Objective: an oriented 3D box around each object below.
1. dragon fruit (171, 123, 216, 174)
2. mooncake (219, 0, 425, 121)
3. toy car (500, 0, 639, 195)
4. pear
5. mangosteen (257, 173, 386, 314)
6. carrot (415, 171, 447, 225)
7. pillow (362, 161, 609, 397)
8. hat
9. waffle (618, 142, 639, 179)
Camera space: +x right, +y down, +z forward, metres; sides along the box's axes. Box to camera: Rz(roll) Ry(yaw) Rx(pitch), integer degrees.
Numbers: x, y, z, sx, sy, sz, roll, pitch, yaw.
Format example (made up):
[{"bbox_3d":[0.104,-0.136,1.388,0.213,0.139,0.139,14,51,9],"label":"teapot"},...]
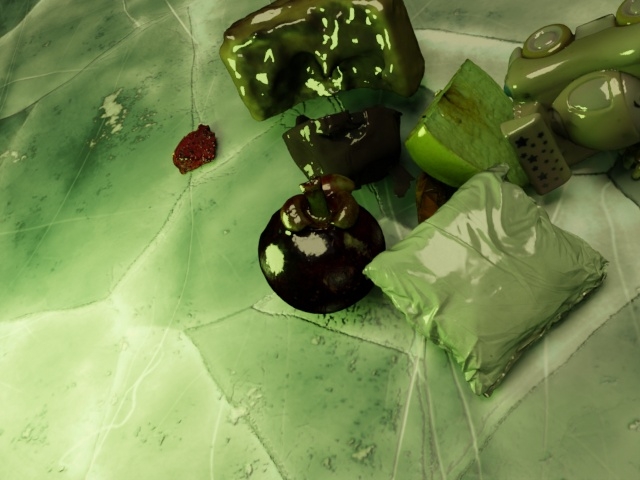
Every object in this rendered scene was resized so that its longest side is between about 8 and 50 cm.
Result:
[{"bbox_3d":[-0.299,-0.216,1.704,0.097,0.063,0.131,6,53,-10],"label":"dragon fruit"},{"bbox_3d":[-0.001,-0.409,1.536,0.394,0.246,0.393,-31,32,-16],"label":"mooncake"},{"bbox_3d":[0.486,-0.237,1.183,0.336,0.242,0.226,-12,45,35],"label":"toy car"},{"bbox_3d":[0.289,-0.173,1.339,0.239,0.139,0.288,34,45,1],"label":"pear"},{"bbox_3d":[0.000,0.000,1.256,0.228,0.265,0.228,-2,40,2],"label":"mangosteen"},{"bbox_3d":[0.212,-0.035,1.322,0.069,0.069,0.228,-15,51,14],"label":"carrot"},{"bbox_3d":[0.272,0.055,1.155,0.310,0.138,0.283,-40,76,-3],"label":"pillow"},{"bbox_3d":[0.056,-0.160,1.440,0.238,0.209,0.336,-10,12,3],"label":"hat"},{"bbox_3d":[0.610,-0.182,1.260,0.169,0.036,0.183,-9,52,21],"label":"waffle"}]
